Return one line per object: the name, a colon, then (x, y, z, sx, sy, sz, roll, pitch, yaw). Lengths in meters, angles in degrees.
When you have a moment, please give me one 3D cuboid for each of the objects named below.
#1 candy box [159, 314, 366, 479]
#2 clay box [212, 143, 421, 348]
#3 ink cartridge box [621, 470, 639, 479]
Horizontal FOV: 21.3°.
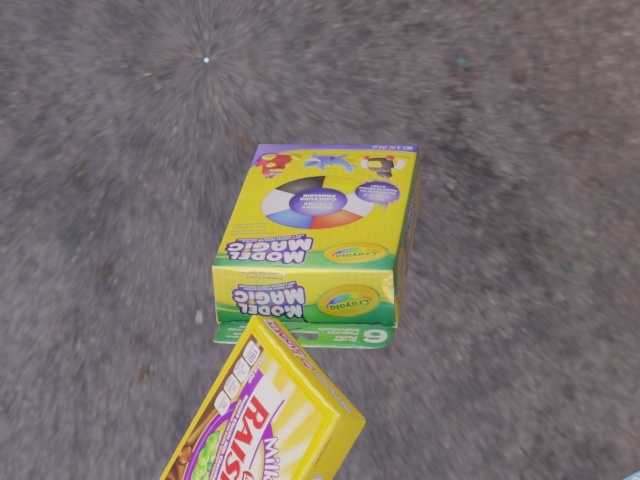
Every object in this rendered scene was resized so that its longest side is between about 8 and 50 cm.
candy box: (-0.055, 0.155, 0.978, 0.027, 0.105, 0.206, 16, 110, -42)
clay box: (0.000, 0.000, 1.220, 0.127, 0.222, 0.053, 1, 119, 8)
ink cartridge box: (0.173, 0.211, 1.001, 0.143, 0.090, 0.092, -22, 107, -23)
